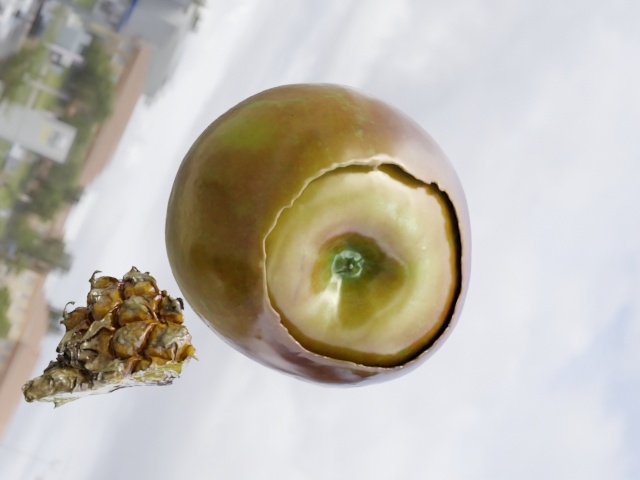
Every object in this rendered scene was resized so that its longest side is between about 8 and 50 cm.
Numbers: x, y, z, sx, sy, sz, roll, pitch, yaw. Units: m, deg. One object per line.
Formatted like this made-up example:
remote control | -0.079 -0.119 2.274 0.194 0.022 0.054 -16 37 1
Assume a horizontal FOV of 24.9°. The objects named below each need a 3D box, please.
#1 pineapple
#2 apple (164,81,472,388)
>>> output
pineapple | -0.139 0.077 0.931 0.114 0.114 0.077 46 -22 44
apple | 0.000 0.000 1.057 0.237 0.237 0.207 -63 -168 13
